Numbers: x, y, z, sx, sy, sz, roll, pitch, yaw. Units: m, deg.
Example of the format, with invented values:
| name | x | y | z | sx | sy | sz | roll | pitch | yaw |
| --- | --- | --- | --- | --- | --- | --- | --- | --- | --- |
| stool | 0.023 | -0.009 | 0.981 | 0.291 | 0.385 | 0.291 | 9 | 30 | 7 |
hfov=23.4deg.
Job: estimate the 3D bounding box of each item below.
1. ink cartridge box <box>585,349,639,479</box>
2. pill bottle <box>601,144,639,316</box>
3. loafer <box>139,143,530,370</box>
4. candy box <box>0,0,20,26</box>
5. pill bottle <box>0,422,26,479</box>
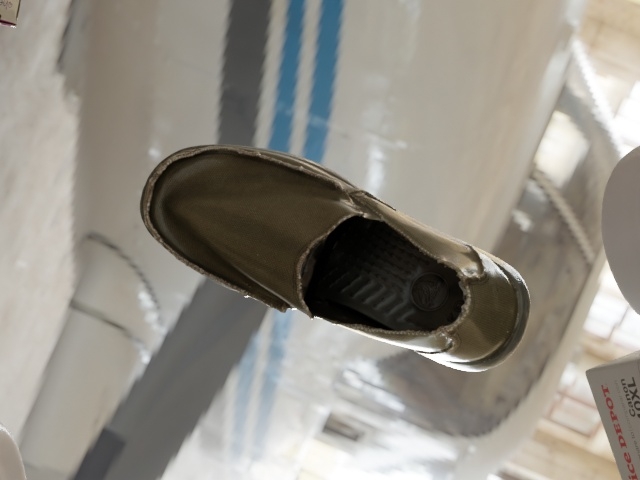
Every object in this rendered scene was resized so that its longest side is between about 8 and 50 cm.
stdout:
| name | x | y | z | sx | sy | sz | roll | pitch | yaw |
| --- | --- | --- | --- | --- | --- | --- | --- | --- | --- |
| ink cartridge box | 0.234 | 0.110 | 0.900 | 0.063 | 0.109 | 0.150 | -17 | 176 | -27 |
| pill bottle | 0.315 | -0.029 | 0.931 | 0.283 | 0.161 | 0.161 | -19 | -141 | 53 |
| loafer | 0.000 | 0.000 | 0.900 | 0.094 | 0.251 | 0.087 | -70 | 160 | -3 |
| candy box | -0.231 | -0.248 | 0.872 | 0.071 | 0.159 | 0.233 | 7 | 96 | -63 |
| pill bottle | -0.358 | 0.197 | 1.105 | 0.153 | 0.265 | 0.153 | 1 | 90 | -79 |
